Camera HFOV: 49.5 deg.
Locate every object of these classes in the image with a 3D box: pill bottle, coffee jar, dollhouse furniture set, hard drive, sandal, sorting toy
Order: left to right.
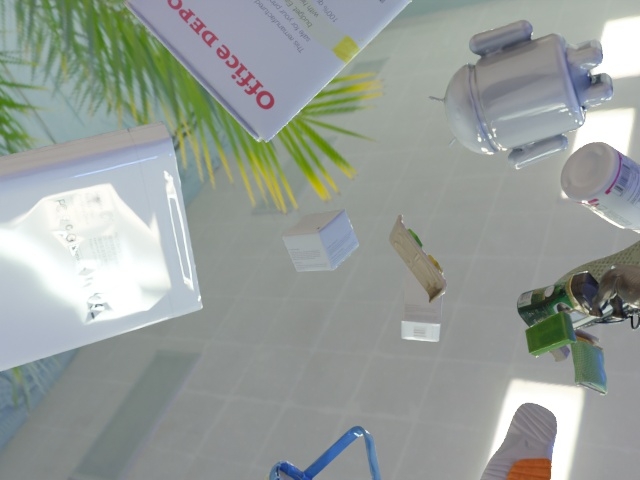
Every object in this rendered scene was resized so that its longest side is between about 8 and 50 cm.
[{"bbox_3d":[-0.302,0.030,0.666,0.352,0.233,0.047,-17,-135,-17],"label":"hard drive"},{"bbox_3d":[0.237,0.045,1.678,0.038,0.208,0.193,-30,169,-8],"label":"sorting toy"},{"bbox_3d":[0.337,0.378,1.155,0.101,0.076,0.265,21,-145,23],"label":"sandal"},{"bbox_3d":[0.539,0.137,1.545,0.184,0.096,0.079,-29,-161,46],"label":"coffee jar"},{"bbox_3d":[0.327,0.133,0.865,0.058,0.151,0.076,-36,-140,42],"label":"dollhouse furniture set"},{"bbox_3d":[0.762,-0.126,1.764,0.160,0.283,0.160,-39,-141,41],"label":"pill bottle"}]

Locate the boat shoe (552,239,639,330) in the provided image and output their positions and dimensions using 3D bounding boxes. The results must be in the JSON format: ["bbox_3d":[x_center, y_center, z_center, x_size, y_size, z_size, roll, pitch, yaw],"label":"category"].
[{"bbox_3d":[0.731,0.112,1.629,0.500,0.156,0.187,-35,-159,29],"label":"boat shoe"}]

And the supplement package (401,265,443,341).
[{"bbox_3d":[0.278,0.169,1.888,0.105,0.105,0.179,3,-124,10],"label":"supplement package"}]

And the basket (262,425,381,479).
[{"bbox_3d":[-0.006,0.479,1.183,0.289,0.201,0.255,-45,-158,15],"label":"basket"}]

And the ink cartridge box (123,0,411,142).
[{"bbox_3d":[-0.043,-0.370,0.985,0.384,0.279,0.160,-44,-169,3],"label":"ink cartridge box"}]

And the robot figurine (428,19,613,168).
[{"bbox_3d":[0.410,-0.297,1.433,0.353,0.300,0.200,-14,-163,27],"label":"robot figurine"}]

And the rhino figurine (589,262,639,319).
[{"bbox_3d":[0.595,0.103,1.205,0.073,0.106,0.243,1,-173,-42],"label":"rhino figurine"}]

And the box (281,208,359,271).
[{"bbox_3d":[0.000,0.000,1.378,0.101,0.087,0.102,-5,-153,41],"label":"box"}]
